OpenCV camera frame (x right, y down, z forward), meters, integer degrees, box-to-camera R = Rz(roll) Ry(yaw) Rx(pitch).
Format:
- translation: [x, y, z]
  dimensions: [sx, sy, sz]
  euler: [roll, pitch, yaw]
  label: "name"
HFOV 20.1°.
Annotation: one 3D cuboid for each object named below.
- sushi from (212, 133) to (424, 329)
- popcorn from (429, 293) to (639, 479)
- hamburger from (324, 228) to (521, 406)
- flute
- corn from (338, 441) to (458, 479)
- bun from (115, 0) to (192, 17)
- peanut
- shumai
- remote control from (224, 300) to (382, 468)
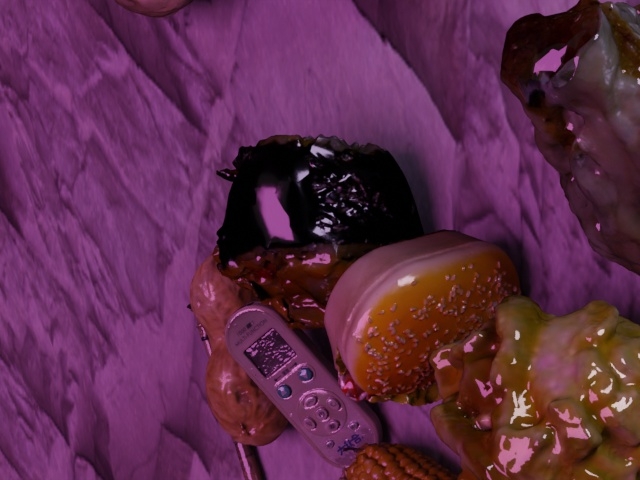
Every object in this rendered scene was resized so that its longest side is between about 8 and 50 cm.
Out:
- translation: [-0.002, 0.001, 1.898]
  dimensions: [0.200, 0.213, 0.204]
  euler: [159, 112, -68]
  label: "sushi"
- translation: [0.219, 0.175, 1.666]
  dimensions: [0.259, 0.212, 0.259]
  euler: [7, 134, 7]
  label: "popcorn"
- translation: [0.103, 0.078, 1.785]
  dimensions: [0.116, 0.210, 0.173]
  euler: [52, 142, 37]
  label: "hamburger"
- translation: [-0.112, 0.182, 2.148]
  dimensions: [0.027, 0.027, 0.233]
  euler: [-25, 80, 45]
  label: "flute"
- translation: [0.146, 0.305, 1.862]
  dimensions: [0.305, 0.106, 0.106]
  euler: [30, 118, 34]
  label: "corn"
- translation: [-0.170, -0.353, 2.032]
  dimensions: [0.210, 0.116, 0.237]
  euler: [-61, 34, 39]
  label: "bun"
- translation: [-0.091, 0.123, 2.059]
  dimensions: [0.103, 0.098, 0.229]
  euler: [-172, 71, -82]
  label: "peanut"
- translation: [0.261, -0.080, 1.600]
  dimensions: [0.222, 0.204, 0.271]
  euler: [-20, 88, 46]
  label: "shumai"
- translation: [-0.017, 0.157, 1.986]
  dimensions: [0.078, 0.042, 0.221]
  euler: [-40, 92, 23]
  label: "remote control"
